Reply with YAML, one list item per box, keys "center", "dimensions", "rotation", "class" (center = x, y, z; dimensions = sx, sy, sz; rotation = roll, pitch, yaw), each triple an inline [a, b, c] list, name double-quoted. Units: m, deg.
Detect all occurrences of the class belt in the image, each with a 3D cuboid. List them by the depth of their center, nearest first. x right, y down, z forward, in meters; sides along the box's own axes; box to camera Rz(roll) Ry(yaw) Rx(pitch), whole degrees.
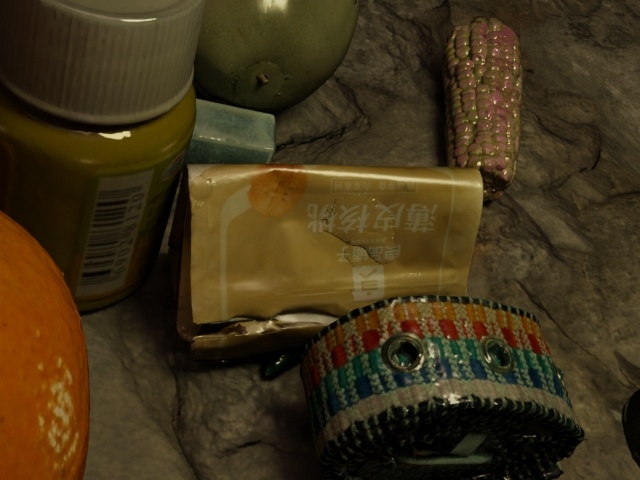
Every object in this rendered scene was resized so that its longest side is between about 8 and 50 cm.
- center: [0.125, 0.151, 1.076]
  dimensions: [0.295, 0.206, 0.160]
  rotation: [2, 50, -23]
  class: "belt"

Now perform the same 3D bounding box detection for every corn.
- center: [0.236, -0.190, 1.514]
  dimensions: [0.127, 0.126, 0.335]
  rotation: [14, 46, -10]
  class: "corn"

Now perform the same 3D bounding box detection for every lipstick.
- center: [-0.198, -0.138, 1.307]
  dimensions: [0.290, 0.077, 0.076]
  rotation: [11, 49, -15]
  class: "lipstick"

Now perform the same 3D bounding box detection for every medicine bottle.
- center: [-0.240, -0.123, 1.056]
  dimensions: [0.224, 0.384, 0.224]
  rotation: [11, 46, -12]
  class: "medicine bottle"

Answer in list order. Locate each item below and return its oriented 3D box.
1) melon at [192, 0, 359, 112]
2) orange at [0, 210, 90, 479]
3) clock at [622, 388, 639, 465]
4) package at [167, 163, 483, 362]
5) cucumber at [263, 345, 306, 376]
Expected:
- center: [-0.082, -0.311, 1.385]
  dimensions: [0.269, 0.268, 0.330]
  rotation: [12, 45, -12]
  class: "melon"
- center: [-0.361, 0.148, 0.760]
  dimensions: [0.424, 0.326, 0.424]
  rotation: [-21, 26, 11]
  class: "orange"
- center: [0.451, 0.234, 1.251]
  dimensions: [0.185, 0.040, 0.184]
  rotation: [12, 45, -12]
  class: "clock"
- center: [0.003, 0.031, 1.129]
  dimensions: [0.311, 0.221, 0.165]
  rotation: [0, 63, -16]
  class: "package"
- center: [-0.018, 0.114, 1.177]
  dimensions: [0.032, 0.032, 0.133]
  rotation: [43, 48, 19]
  class: "cucumber"
